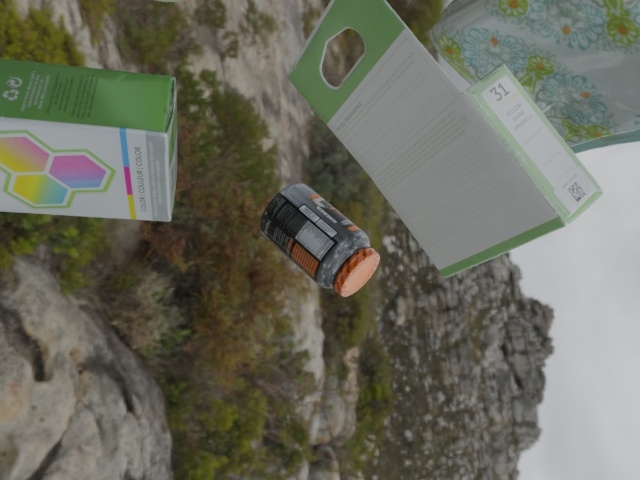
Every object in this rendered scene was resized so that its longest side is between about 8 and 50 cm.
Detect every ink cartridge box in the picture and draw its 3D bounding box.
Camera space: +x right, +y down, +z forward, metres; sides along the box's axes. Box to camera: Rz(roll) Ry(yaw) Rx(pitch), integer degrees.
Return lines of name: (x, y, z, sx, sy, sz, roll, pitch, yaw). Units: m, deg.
ink cartridge box: (-0.215, -0.074, 0.503, 0.109, 0.210, 0.062, 107, -15, -55)
ink cartridge box: (0.086, -0.090, 0.541, 0.235, 0.056, 0.171, 53, -25, 1)

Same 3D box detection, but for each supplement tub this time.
supplement tub: (0.000, 0.000, 1.119, 0.190, 0.117, 0.117, 41, -10, 23)

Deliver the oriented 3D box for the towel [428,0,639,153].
towel: (0.366, -0.261, 0.942, 0.090, 0.321, 0.374, -60, -160, -17)
